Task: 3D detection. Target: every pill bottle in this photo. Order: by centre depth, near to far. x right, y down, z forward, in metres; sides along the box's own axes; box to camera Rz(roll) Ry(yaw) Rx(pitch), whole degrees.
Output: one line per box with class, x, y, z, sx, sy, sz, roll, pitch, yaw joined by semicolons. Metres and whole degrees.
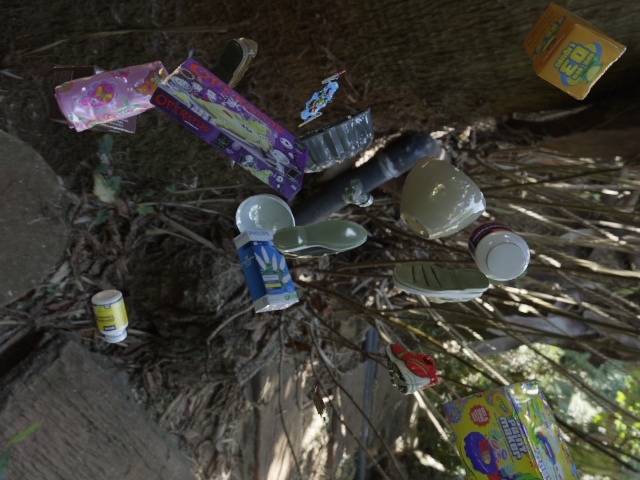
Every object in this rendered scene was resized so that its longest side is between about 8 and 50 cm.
pill bottle;0.653;0.038;1.622;0.323;0.182;0.181;-45;143;-74
pill bottle;-0.781;0.284;1.646;0.103;0.103;0.184;-31;125;-51

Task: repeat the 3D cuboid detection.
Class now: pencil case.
pencil case;-0.526;-0.373;1.141;0.284;0.124;0.124;-23;128;-16

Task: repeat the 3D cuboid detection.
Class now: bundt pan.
bundt pan;0.037;-0.328;1.504;0.331;0.331;0.124;-41;113;-45

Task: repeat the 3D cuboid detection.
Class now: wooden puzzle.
wooden puzzle;-0.003;0.365;0.988;0.006;0.083;0.049;-5;133;-22

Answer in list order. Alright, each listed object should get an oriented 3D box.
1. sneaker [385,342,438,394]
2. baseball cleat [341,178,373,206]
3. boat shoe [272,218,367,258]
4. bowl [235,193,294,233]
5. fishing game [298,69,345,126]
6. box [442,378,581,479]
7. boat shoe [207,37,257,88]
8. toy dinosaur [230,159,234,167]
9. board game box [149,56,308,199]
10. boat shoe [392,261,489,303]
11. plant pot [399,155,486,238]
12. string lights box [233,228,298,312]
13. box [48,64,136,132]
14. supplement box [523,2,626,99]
sneaker;0.249;0.346;1.202;0.279;0.119;0.107;-138;-143;-87
baseball cleat;0.140;-0.165;1.540;0.206;0.110;0.072;177;-74;-82
boat shoe;0.000;0.000;1.090;0.068;0.228;0.081;83;3;-66
bowl;-0.263;-0.121;2.210;0.134;0.298;0.297;-76;162;-57
fishing game;0.001;-0.522;1.661;0.189;0.041;0.264;-39;176;-35
box;0.488;0.523;1.111;0.279;0.177;0.289;17;51;-49
boat shoe;-0.320;-0.569;1.519;0.110;0.307;0.104;57;40;-7
toy dinosaur;-0.355;-0.460;1.968;0.118;0.064;0.268;42;67;-20
board game box;-0.181;-0.252;0.986;0.347;0.056;0.208;34;28;-20
boat shoe;0.354;0.141;1.334;0.103;0.303;0.113;109;-16;-45
plant pot;0.381;-0.116;1.493;0.191;0.284;0.284;-48;144;-9
string lights box;-0.179;0.096;1.442;0.133;0.077;0.259;1;63;-50
box;-0.714;-0.442;1.395;0.168;0.203;0.166;2;97;-63
supplement box;0.364;-0.288;0.654;0.078;0.080;0.233;-60;-177;37
